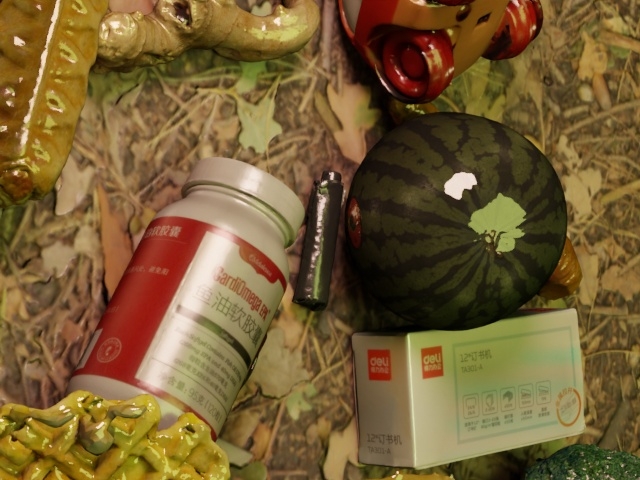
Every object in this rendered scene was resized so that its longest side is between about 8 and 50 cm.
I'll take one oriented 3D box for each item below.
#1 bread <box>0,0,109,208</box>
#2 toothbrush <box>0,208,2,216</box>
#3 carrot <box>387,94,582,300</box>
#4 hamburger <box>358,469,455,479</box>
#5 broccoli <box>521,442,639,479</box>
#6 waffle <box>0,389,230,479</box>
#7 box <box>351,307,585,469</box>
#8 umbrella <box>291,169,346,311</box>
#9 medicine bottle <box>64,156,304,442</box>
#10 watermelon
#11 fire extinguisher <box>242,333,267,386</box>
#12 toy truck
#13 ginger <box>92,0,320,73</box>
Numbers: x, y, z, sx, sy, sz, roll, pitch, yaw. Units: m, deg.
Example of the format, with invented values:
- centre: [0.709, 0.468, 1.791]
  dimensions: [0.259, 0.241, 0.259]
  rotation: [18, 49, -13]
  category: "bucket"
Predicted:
- centre: [-0.213, -0.198, 1.511]
  dimensions: [0.084, 0.077, 0.368]
  rotation: [28, 64, -39]
  category: "bread"
- centre: [-0.306, 0.083, 1.466]
  dimensions: [0.024, 0.018, 0.257]
  rotation: [36, 65, -30]
  category: "toothbrush"
- centre: [0.163, -0.052, 1.897]
  dimensions: [0.314, 0.066, 0.066]
  rotation: [45, 59, -30]
  category: "carrot"
- centre: [0.038, 0.392, 1.571]
  dimensions: [0.395, 0.277, 0.396]
  rotation: [9, 65, -20]
  category: "hamburger"
- centre: [0.279, 0.334, 1.884]
  dimensions: [0.245, 0.265, 0.294]
  rotation: [-50, 138, 11]
  category: "broccoli"
- centre: [-0.202, 0.239, 1.462]
  dimensions: [0.280, 0.060, 0.262]
  rotation: [-7, 112, -17]
  category: "waffle"
- centre: [0.151, 0.143, 1.861]
  dimensions: [0.269, 0.079, 0.135]
  rotation: [-6, 93, -44]
  category: "box"
- centre: [-0.001, 0.000, 1.753]
  dimensions: [0.036, 0.031, 0.133]
  rotation: [41, 56, -66]
  category: "umbrella"
- centre: [-0.109, 0.061, 1.579]
  dimensions: [0.131, 0.131, 0.250]
  rotation: [43, 61, -34]
  category: "medicine bottle"
- centre: [0.123, -0.019, 1.753]
  dimensions: [0.212, 0.212, 0.212]
  rotation: [2, 87, -44]
  category: "watermelon"
- centre: [-0.083, 0.115, 1.666]
  dimensions: [0.157, 0.045, 0.078]
  rotation: [-63, 155, -26]
  category: "fire extinguisher"
- centre: [0.092, -0.284, 1.774]
  dimensions: [0.189, 0.239, 0.265]
  rotation: [-30, 150, -40]
  category: "toy truck"
- centre: [-0.094, -0.190, 1.645]
  dimensions: [0.288, 0.075, 0.089]
  rotation: [-17, 141, -45]
  category: "ginger"
